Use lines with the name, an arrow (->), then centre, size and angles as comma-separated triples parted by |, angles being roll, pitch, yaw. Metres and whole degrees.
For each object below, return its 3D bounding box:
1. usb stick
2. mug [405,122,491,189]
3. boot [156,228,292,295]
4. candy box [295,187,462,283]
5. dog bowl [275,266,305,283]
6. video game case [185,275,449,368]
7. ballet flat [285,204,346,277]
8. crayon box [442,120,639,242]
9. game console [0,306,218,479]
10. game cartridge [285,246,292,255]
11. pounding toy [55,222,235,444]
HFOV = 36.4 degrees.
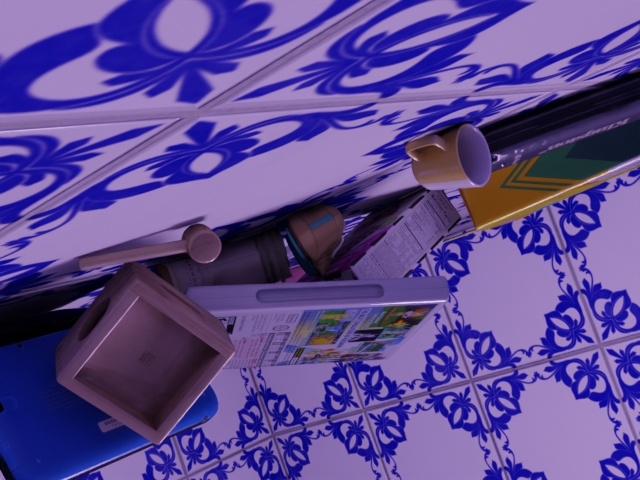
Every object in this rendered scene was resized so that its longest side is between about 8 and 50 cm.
usb stick -> 0.284, -0.133, 1.032 | 0.278, 0.045, 0.077 | -19, 176, 0
mug -> 0.121, -0.083, 0.950 | 0.064, 0.078, 0.062 | -12, -146, 40
boot -> -0.120, 0.047, 1.237 | 0.165, 0.077, 0.213 | -20, 171, -9
candy box -> 0.074, 0.022, 1.370 | 0.159, 0.071, 0.233 | -25, -168, 48
dog bowl -> -0.135, 0.175, 2.231 | 0.407, 0.150, 0.408 | -19, 176, -1
video game case -> -0.024, 0.110, 1.232 | 0.299, 0.036, 0.329 | -2, 161, -10
ballet flat -> 0.000, 0.000, 1.224 | 0.073, 0.080, 0.232 | -32, 177, -4
crayon box -> 0.324, -0.097, 1.343 | 0.318, 0.081, 0.202 | -25, 174, 27
game console -> -0.307, 0.164, 1.092 | 0.173, 0.250, 0.293 | -44, 163, 32
game cartridge -> -0.073, 0.027, 1.590 | 0.083, 0.017, 0.056 | -21, 172, 15
pounding toy -> -0.175, 0.064, 0.979 | 0.206, 0.181, 0.094 | -51, -158, 2
